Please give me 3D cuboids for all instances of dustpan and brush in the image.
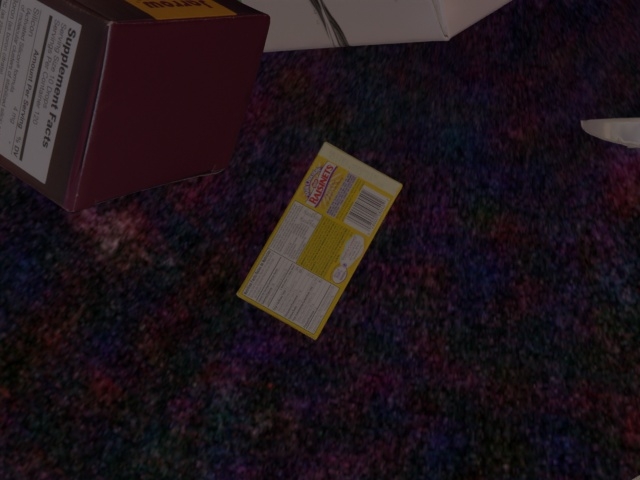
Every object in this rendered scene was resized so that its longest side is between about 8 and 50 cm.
[{"bbox_3d":[0.476,-0.141,1.368,0.147,0.211,0.060,-1,96,-16],"label":"dustpan and brush"}]

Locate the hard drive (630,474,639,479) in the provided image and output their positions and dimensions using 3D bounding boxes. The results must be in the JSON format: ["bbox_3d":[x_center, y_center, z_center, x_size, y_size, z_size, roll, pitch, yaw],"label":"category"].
[{"bbox_3d":[0.380,0.373,0.933,0.233,0.353,0.047,-30,126,-1],"label":"hard drive"}]

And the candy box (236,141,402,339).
[{"bbox_3d":[0.000,0.000,1.125,0.105,0.027,0.206,29,82,5],"label":"candy box"}]

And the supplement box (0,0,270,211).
[{"bbox_3d":[-0.131,-0.097,0.439,0.188,0.104,0.081,30,117,23],"label":"supplement box"}]

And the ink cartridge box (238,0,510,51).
[{"bbox_3d":[0.038,-0.198,0.667,0.219,0.160,0.093,9,126,46],"label":"ink cartridge box"}]
